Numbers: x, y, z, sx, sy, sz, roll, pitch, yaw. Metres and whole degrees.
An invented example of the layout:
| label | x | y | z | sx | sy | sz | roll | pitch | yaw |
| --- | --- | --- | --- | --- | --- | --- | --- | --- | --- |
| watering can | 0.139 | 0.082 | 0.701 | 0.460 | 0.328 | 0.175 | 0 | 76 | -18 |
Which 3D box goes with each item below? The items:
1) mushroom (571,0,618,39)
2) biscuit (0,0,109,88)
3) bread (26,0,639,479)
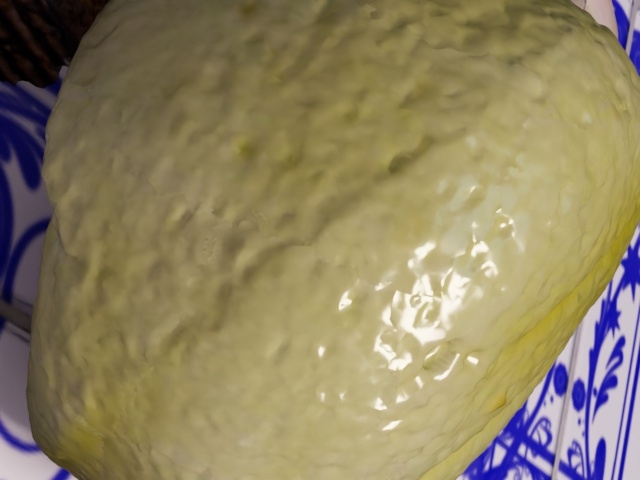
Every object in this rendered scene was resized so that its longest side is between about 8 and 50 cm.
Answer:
| label | x | y | z | sx | sy | sz | roll | pitch | yaw |
| --- | --- | --- | --- | --- | --- | --- | --- | --- | --- |
| mushroom | 0.130 | -0.119 | 1.197 | 0.173 | 0.162 | 0.236 | -26 | 113 | -53 |
| biscuit | -0.154 | -0.181 | 0.837 | 0.252 | 0.070 | 0.106 | 58 | 46 | -41 |
| bread | 0.010 | 0.005 | 0.894 | 0.320 | 0.237 | 0.320 | -50 | 154 | -34 |
